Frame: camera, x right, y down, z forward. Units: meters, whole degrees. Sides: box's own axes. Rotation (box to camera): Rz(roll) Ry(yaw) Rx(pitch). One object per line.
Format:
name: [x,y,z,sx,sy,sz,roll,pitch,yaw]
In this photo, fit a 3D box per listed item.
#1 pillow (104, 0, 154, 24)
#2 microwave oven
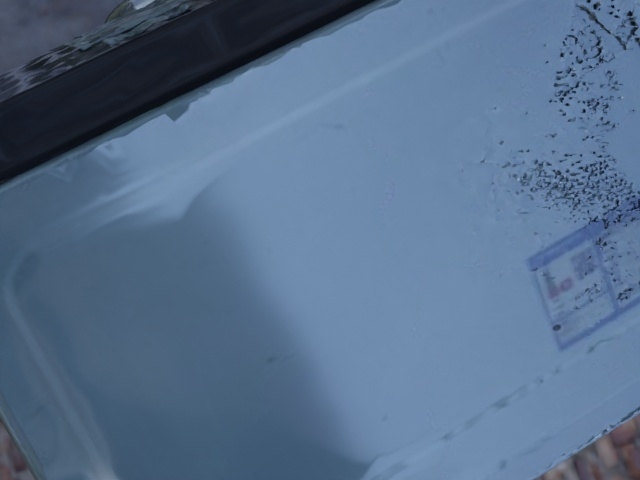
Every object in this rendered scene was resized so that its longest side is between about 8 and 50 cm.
pillow: [-0.020,-0.133,0.684,0.130,0.217,0.033,51,-18,-28]
microwave oven: [0.000,0.000,0.519,0.238,0.295,0.181,67,-15,-20]
